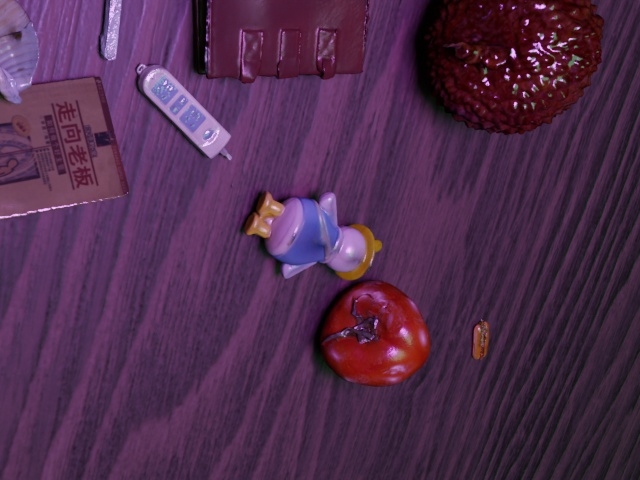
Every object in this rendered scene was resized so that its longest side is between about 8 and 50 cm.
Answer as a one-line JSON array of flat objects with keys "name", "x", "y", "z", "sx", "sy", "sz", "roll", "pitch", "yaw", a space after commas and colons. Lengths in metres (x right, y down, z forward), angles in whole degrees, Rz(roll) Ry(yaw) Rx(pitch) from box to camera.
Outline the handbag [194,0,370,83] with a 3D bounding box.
[{"name": "handbag", "x": -0.049, "y": -0.355, "z": 1.170, "sx": 0.260, "sy": 0.084, "sz": 0.275, "roll": -11, "pitch": 115, "yaw": -29}]

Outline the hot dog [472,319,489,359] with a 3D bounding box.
[{"name": "hot dog", "x": 0.312, "y": 0.193, "z": 1.664, "sx": 0.037, "sy": 0.021, "sz": 0.083, "roll": -18, "pitch": 119, "yaw": -27}]

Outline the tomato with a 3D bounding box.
[{"name": "tomato", "x": 0.092, "y": 0.164, "z": 1.425, "sx": 0.187, "sy": 0.187, "sz": 0.151, "roll": -48, "pitch": 149, "yaw": -7}]

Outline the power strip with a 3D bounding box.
[{"name": "power strip", "x": -0.183, "y": -0.173, "z": 1.192, "sx": 0.047, "sy": 0.030, "sz": 0.191, "roll": -49, "pitch": 126, "yaw": -5}]

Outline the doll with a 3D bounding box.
[{"name": "doll", "x": -0.001, "y": 0.000, "z": 1.339, "sx": 0.241, "sy": 0.099, "sz": 0.135, "roll": 20, "pitch": 75, "yaw": -38}]

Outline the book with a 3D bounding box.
[{"name": "book", "x": -0.366, "y": -0.109, "z": 1.067, "sx": 0.231, "sy": 0.026, "sz": 0.161, "roll": -14, "pitch": 93, "yaw": -28}]

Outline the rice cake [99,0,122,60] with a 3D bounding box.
[{"name": "rice cake", "x": -0.265, "y": -0.290, "z": 1.096, "sx": 0.021, "sy": 0.022, "sz": 0.121, "roll": -1, "pitch": 110, "yaw": -31}]

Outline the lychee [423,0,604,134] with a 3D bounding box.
[{"name": "lychee", "x": 0.286, "y": -0.287, "z": 1.299, "sx": 0.300, "sy": 0.264, "sz": 0.264, "roll": -20, "pitch": 121, "yaw": -46}]

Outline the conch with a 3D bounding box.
[{"name": "conch", "x": -0.403, "y": -0.229, "z": 0.986, "sx": 0.135, "sy": 0.102, "sz": 0.153, "roll": -63, "pitch": 161, "yaw": -9}]
